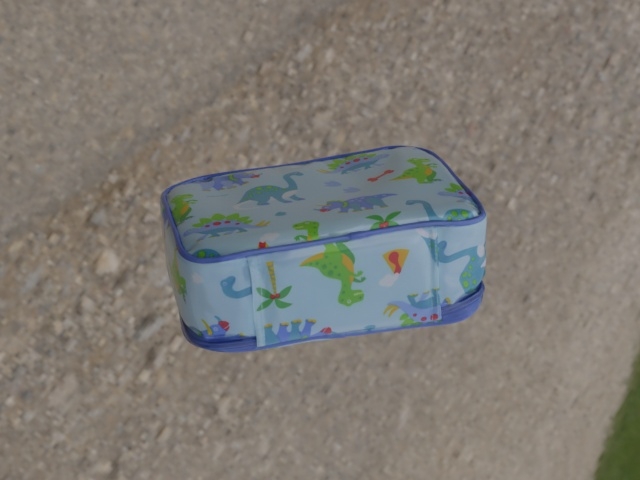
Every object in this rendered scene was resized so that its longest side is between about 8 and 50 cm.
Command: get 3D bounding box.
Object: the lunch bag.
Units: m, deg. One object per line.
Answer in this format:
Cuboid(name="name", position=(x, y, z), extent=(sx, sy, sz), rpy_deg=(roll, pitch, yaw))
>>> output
Cuboid(name="lunch bag", position=(0.000, 0.000, 0.839), extent=(0.219, 0.176, 0.090), rpy_deg=(-9, 115, -11))
